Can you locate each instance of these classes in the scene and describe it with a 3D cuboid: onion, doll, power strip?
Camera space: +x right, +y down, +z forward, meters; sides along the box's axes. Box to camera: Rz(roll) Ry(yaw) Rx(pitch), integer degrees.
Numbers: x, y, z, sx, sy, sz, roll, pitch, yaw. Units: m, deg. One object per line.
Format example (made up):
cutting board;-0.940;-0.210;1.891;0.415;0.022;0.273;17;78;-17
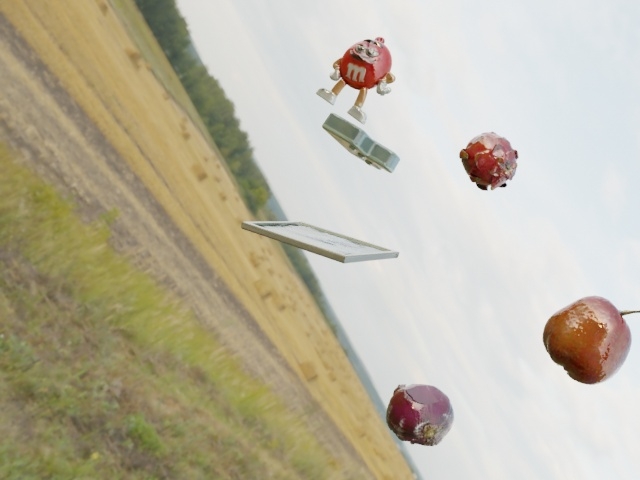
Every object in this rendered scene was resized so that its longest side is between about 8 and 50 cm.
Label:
onion;0.267;0.455;2.165;0.218;0.195;0.140;-121;-139;-56
doll;0.107;-0.417;1.954;0.183;0.217;0.085;35;-1;21
power strip;0.124;-0.251;2.125;0.193;0.059;0.265;33;3;22

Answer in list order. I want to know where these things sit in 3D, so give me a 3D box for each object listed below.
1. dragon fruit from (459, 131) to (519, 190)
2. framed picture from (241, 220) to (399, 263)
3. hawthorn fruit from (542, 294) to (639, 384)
dragon fruit;0.390;-0.191;1.832;0.166;0.133;0.136;-99;-172;-47
framed picture;0.000;0.000;1.867;0.315;0.024;0.232;17;12;35
hawthorn fruit;0.530;0.171;1.490;0.162;0.203;0.162;38;11;-9
